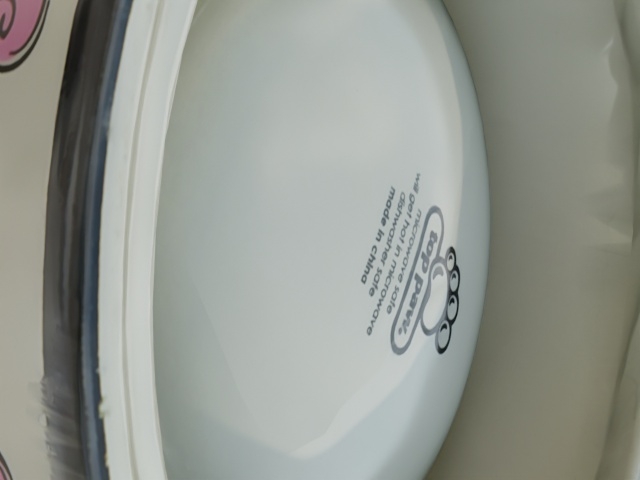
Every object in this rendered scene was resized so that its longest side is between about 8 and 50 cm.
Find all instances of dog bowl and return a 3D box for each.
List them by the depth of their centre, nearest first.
[{"bbox_3d":[0.000,0.000,0.530,0.150,0.408,0.408,3,-148,33],"label":"dog bowl"}]
